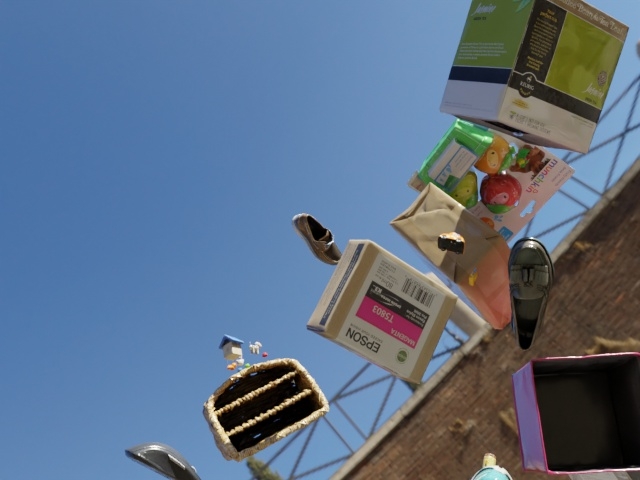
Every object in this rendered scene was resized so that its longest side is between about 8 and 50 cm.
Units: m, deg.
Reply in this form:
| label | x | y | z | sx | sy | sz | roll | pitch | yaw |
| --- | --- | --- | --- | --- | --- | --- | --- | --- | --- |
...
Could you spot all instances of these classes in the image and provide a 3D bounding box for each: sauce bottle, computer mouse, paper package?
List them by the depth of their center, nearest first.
| label | x | y | z | sx | sy | sz | roll | pitch | yaw |
| --- | --- | --- | --- | --- | --- | --- | --- | --- | --- |
| computer mouse | -0.324 | 0.521 | 1.451 | 0.060 | 0.262 | 0.184 | -63 | 12 | -26 |
| paper package | 0.388 | 0.046 | 1.735 | 0.168 | 0.309 | 0.325 | -46 | -43 | 2 |
| sauce bottle | 0.549 | 0.766 | 2.088 | 0.042 | 0.042 | 0.128 | 86 | -160 | -46 |

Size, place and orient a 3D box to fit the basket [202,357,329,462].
| label | x | y | z | sx | sy | sz | roll | pitch | yaw |
| --- | --- | --- | --- | --- | --- | --- | --- | --- | --- |
| basket | -0.161 | 0.447 | 1.746 | 0.299 | 0.213 | 0.223 | -22 | -11 | -21 |

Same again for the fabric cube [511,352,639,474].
| label | x | y | z | sx | sy | sz | roll | pitch | yaw |
| --- | --- | --- | --- | --- | --- | --- | --- | --- | --- |
| fabric cube | 0.620 | 0.422 | 1.519 | 0.259 | 0.254 | 0.258 | -4 | -21 | 5 |

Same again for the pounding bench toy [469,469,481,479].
| label | x | y | z | sx | sy | sz | roll | pitch | yaw |
| --- | --- | --- | --- | --- | --- | --- | --- | --- | --- |
| pounding bench toy | 0.385 | 0.590 | 1.494 | 0.052 | 0.065 | 0.083 | 10 | -47 | -19 |

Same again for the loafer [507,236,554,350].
| label | x | y | z | sx | sy | sz | roll | pitch | yaw |
| --- | --- | --- | --- | --- | --- | --- | --- | --- | --- |
| loafer | 0.453 | 0.122 | 1.372 | 0.084 | 0.096 | 0.268 | -62 | -32 | -51 |

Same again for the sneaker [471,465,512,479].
| label | x | y | z | sx | sy | sz | roll | pitch | yaw |
| --- | --- | --- | --- | --- | --- | --- | --- | --- | --- |
| sneaker | 0.250 | 0.516 | 1.084 | 0.275 | 0.107 | 0.110 | -68 | -20 | -6 |

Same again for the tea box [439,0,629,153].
| label | x | y | z | sx | sy | sz | roll | pitch | yaw |
| --- | --- | --- | --- | --- | --- | --- | --- | --- | --- |
| tea box | 0.517 | -0.416 | 1.547 | 0.329 | 0.220 | 0.324 | 12 | -80 | -31 |

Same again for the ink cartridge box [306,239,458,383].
| label | x | y | z | sx | sy | sz | roll | pitch | yaw |
| --- | --- | --- | --- | --- | --- | --- | --- | --- | --- |
| ink cartridge box | 0.121 | 0.136 | 1.210 | 0.234 | 0.088 | 0.193 | 31 | -103 | -22 |

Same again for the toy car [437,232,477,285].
| label | x | y | z | sx | sy | sz | roll | pitch | yaw |
| --- | --- | --- | --- | --- | --- | --- | --- | --- | --- |
| toy car | 0.284 | 0.033 | 1.313 | 0.040 | 0.060 | 0.122 | -50 | -53 | -43 |

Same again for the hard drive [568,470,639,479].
| label | x | y | z | sx | sy | sz | roll | pitch | yaw |
| --- | --- | --- | --- | --- | --- | --- | --- | --- | --- |
| hard drive | 0.898 | 0.738 | 2.025 | 0.339 | 0.237 | 0.064 | 53 | -124 | -12 |

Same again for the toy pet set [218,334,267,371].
| label | x | y | z | sx | sy | sz | roll | pitch | yaw |
| --- | --- | --- | --- | --- | --- | --- | --- | --- | --- |
| toy pet set | -0.232 | 0.311 | 1.799 | 0.122 | 0.065 | 0.114 | -34 | -39 | 28 |

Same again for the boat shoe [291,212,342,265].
| label | x | y | z | sx | sy | sz | roll | pitch | yaw |
| --- | --- | --- | --- | --- | --- | --- | --- | --- | --- |
| boat shoe | 0.000 | 0.000 | 1.722 | 0.183 | 0.066 | 0.066 | 44 | -120 | -21 |

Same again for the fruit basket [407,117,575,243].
| label | x | y | z | sx | sy | sz | roll | pitch | yaw |
| --- | --- | --- | --- | --- | --- | --- | --- | --- | --- |
| fruit basket | 0.474 | -0.175 | 1.813 | 0.327 | 0.353 | 0.165 | -54 | -4 | 33 |
